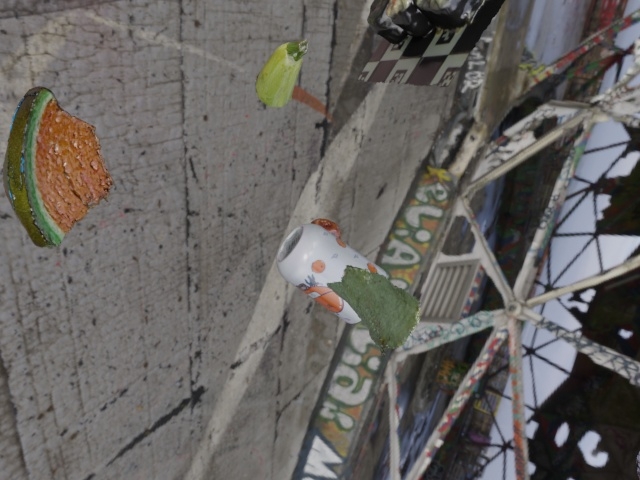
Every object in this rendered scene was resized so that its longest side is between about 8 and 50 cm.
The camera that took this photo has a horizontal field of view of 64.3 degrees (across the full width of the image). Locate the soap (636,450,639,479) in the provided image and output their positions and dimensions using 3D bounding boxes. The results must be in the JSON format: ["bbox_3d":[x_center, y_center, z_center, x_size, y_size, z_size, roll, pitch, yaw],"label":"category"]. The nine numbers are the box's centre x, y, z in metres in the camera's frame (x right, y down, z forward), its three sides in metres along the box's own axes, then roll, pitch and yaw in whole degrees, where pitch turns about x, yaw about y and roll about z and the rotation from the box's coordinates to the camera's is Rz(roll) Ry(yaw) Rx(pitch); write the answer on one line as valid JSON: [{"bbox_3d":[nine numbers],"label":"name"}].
[{"bbox_3d":[0.767,0.553,1.082,0.325,0.127,0.220,25,57,-61],"label":"soap"}]

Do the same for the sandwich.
[{"bbox_3d":[-0.428,-0.121,0.809,0.159,0.079,0.235,-37,123,-52],"label":"sandwich"}]

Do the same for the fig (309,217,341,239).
[{"bbox_3d":[-0.002,-0.011,1.811,0.150,0.128,0.128,-41,157,11],"label":"fig"}]

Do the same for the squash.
[{"bbox_3d":[-0.120,-0.557,1.603,0.137,0.137,0.287,-57,-177,-27],"label":"squash"}]

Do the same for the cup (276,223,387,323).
[{"bbox_3d":[0.026,0.095,1.631,0.317,0.212,0.212,36,68,-18],"label":"cup"}]

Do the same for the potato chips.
[{"bbox_3d":[0.088,0.115,0.861,0.059,0.167,0.228,-20,169,-20],"label":"potato chips"}]

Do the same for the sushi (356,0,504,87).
[{"bbox_3d":[0.159,-0.401,0.805,0.100,0.373,0.296,30,99,-23],"label":"sushi"}]
